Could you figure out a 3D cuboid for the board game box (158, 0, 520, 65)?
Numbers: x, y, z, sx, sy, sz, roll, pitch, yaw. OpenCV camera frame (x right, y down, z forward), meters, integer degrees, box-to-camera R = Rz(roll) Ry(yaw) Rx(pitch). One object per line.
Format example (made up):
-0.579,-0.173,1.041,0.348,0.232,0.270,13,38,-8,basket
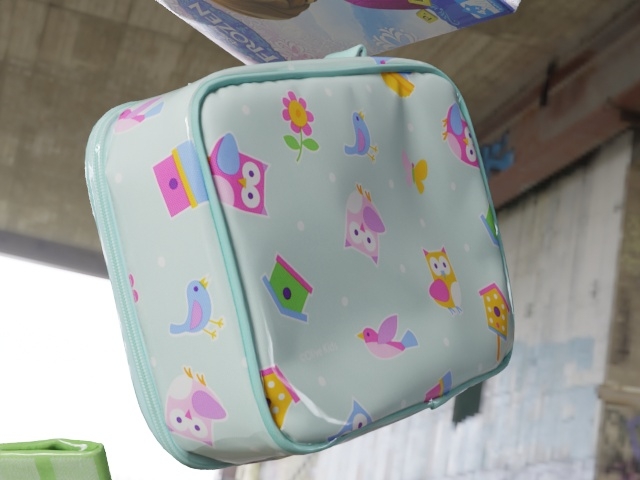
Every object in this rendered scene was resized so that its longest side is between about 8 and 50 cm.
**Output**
-0.063,-0.241,0.879,0.318,0.066,0.318,33,-19,-25,board game box

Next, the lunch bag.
0.000,0.000,0.735,0.108,0.224,0.279,-18,-3,36,lunch bag

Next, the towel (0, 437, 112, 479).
-0.152,0.163,0.659,0.113,0.023,0.152,-2,-60,6,towel
